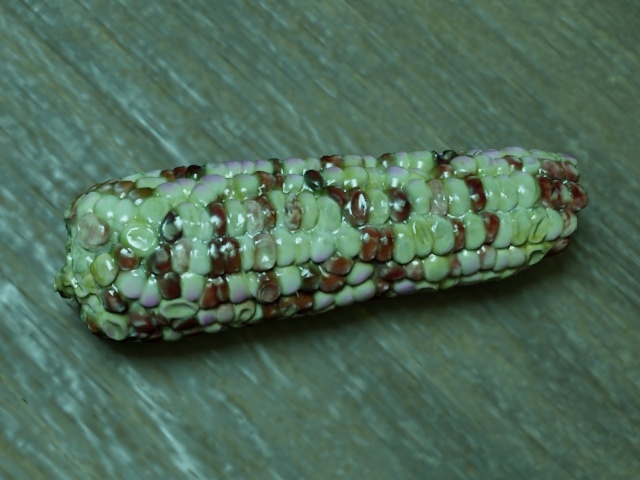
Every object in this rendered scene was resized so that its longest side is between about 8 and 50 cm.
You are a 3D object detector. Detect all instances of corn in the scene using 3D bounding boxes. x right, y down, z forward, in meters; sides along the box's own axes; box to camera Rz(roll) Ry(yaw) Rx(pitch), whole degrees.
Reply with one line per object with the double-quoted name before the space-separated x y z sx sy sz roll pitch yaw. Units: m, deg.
"corn" 0.000 0.000 0.894 0.281 0.092 0.092 -5 77 -9
